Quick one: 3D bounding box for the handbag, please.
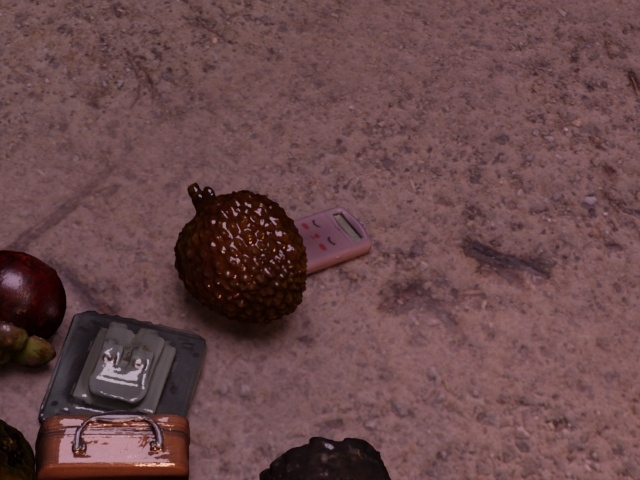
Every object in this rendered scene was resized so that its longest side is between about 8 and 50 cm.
[{"bbox_3d":[-0.257,0.265,1.535,0.193,0.151,0.072,2,63,-10],"label":"handbag"}]

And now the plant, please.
[{"bbox_3d":[0.035,0.391,1.435,0.181,0.194,0.321,8,47,-31],"label":"plant"}]

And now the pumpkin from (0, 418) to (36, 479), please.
[{"bbox_3d":[-0.492,0.279,1.423,0.317,0.222,0.139,5,46,-6],"label":"pumpkin"}]

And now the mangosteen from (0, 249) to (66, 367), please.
[{"bbox_3d":[-0.424,0.099,1.671,0.156,0.146,0.181,17,45,1],"label":"mangosteen"}]

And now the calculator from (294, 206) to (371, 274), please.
[{"bbox_3d":[0.000,0.000,1.944,0.175,0.032,0.100,-20,52,-29],"label":"calculator"}]

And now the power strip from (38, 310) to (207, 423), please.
[{"bbox_3d":[-0.264,0.174,1.690,0.198,0.064,0.213,10,45,0],"label":"power strip"}]

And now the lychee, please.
[{"bbox_3d":[-0.120,0.015,1.784,0.200,0.200,0.238,-34,82,-36],"label":"lychee"}]
